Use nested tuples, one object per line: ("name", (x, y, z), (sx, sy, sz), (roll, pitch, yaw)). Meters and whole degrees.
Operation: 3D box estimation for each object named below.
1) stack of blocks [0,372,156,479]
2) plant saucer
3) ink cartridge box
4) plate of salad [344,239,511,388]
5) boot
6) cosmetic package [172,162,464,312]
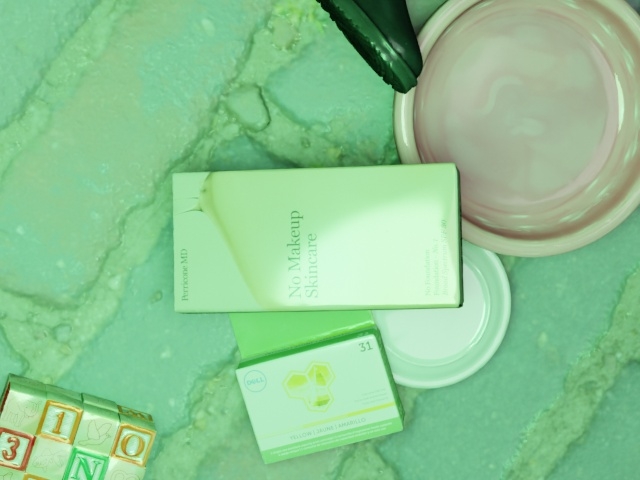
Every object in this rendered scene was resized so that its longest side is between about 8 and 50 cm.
("stack of blocks", (-0.352, 0.242, 1.671), (0.297, 0.087, 0.171), (17, 93, -12))
("plant saucer", (0.241, -0.149, 1.741), (0.332, 0.084, 0.332), (-1, 98, -10))
("ink cartridge box", (-0.016, 0.123, 1.718), (0.171, 0.056, 0.235), (-15, 102, 9))
("plate of salad", (0.125, 0.074, 1.763), (0.200, 0.048, 0.199), (-1, 96, -9))
("boot", (0.095, -0.309, 1.652), (0.207, 0.094, 0.246), (-36, 70, -3))
("cosmetic package", (0.000, 0.000, 1.642), (0.310, 0.113, 0.160), (-3, 87, 7))
